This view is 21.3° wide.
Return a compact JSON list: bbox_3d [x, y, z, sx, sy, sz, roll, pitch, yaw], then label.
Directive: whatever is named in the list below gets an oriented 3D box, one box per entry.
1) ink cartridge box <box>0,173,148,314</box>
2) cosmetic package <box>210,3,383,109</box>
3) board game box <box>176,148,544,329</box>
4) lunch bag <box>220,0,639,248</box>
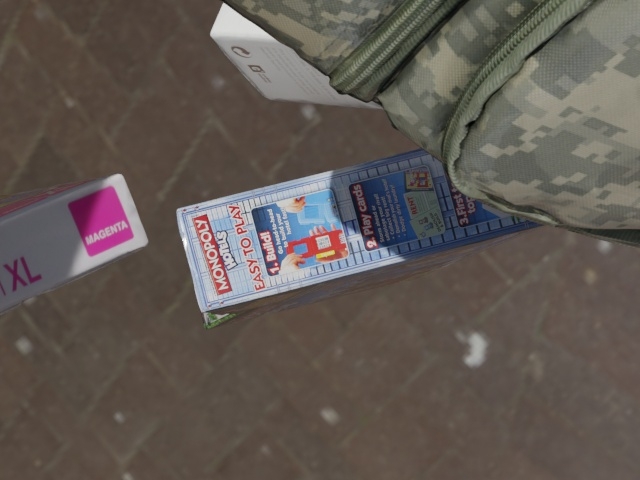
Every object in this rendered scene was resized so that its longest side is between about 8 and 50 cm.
[{"bbox_3d":[-0.282,0.023,1.151,0.311,0.186,0.065,-10,102,48],"label":"ink cartridge box"},{"bbox_3d":[0.063,-0.138,0.974,0.231,0.117,0.085,10,159,33],"label":"cosmetic package"},{"bbox_3d":[0.000,0.000,0.960,0.194,0.194,0.060,-27,76,65],"label":"board game box"},{"bbox_3d":[0.127,-0.142,0.529,0.256,0.212,0.305,35,143,-9],"label":"lunch bag"}]
